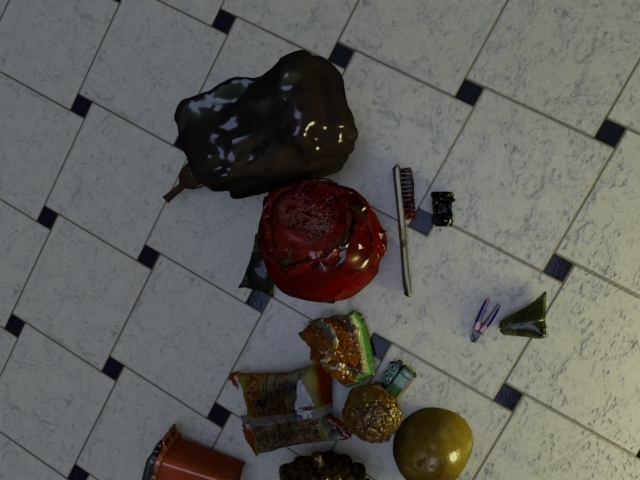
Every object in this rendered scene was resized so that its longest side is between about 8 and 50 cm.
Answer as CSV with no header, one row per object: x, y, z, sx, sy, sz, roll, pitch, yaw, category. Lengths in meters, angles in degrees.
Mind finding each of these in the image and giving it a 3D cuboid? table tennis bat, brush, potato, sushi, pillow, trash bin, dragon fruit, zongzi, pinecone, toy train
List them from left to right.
-0.323,0.601,1.272,0.239,0.161,0.184,13,93,3,trash bin
-0.328,-0.133,1.332,0.170,0.119,0.107,-43,56,-14,table tennis bat
-0.146,0.065,1.278,0.090,0.048,0.150,18,92,12,pillow
0.000,0.000,1.128,0.296,0.302,0.295,-1,84,14,dragon fruit
0.016,0.623,1.173,0.244,0.243,0.257,-25,116,10,pinecone
0.171,0.366,1.229,0.071,0.038,0.148,37,98,9,toy train
0.212,-0.024,1.207,0.050,0.060,0.320,-4,90,0,brush
0.259,0.506,1.159,0.204,0.158,0.178,-21,86,14,potato
0.291,-0.074,1.177,0.056,0.085,0.083,2,92,11,sushi
0.477,0.170,1.168,0.104,0.052,0.113,4,78,16,zongzi

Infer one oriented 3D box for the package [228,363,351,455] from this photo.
-0.085,0.415,1.243,0.288,0.108,0.223,-16,84,11,package

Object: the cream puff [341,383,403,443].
0.122,0.412,1.168,0.144,0.103,0.126,10,96,7,cream puff

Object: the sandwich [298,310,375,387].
0.049,0.265,1.192,0.109,0.160,0.184,-26,77,29,sandwich

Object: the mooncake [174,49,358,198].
-0.100,-0.231,1.109,0.381,0.351,0.212,-22,81,32,mooncake

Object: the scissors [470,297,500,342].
0.394,0.197,1.197,0.039,0.012,0.113,26,95,10,scissors
